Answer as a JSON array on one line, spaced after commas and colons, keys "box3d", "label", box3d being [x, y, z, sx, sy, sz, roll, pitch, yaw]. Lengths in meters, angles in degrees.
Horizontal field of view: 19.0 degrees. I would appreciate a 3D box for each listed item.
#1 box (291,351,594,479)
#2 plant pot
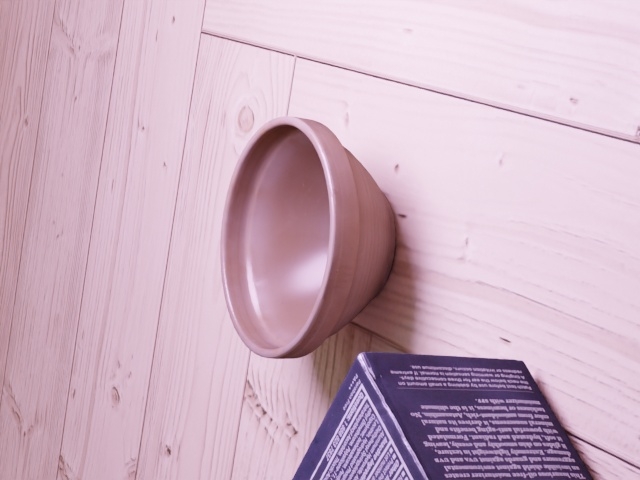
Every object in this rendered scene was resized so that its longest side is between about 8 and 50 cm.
[{"box3d": [0.101, 0.300, 1.579, 0.296, 0.183, 0.294, -64, 36, 33], "label": "box"}, {"box3d": [0.000, 0.000, 1.878, 0.237, 0.110, 0.237, -14, 74, 61], "label": "plant pot"}]
